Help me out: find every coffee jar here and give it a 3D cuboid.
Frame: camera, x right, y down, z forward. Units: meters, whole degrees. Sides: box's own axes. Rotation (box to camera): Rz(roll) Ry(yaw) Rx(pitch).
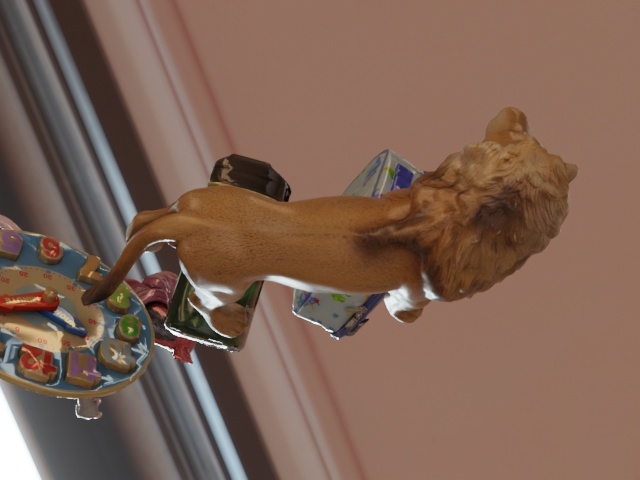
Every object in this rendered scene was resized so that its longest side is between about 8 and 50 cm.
[{"bbox_3d":[-0.087,0.011,1.305,0.079,0.184,0.096,15,173,8],"label":"coffee jar"}]

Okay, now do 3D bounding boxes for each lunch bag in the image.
[{"bbox_3d":[0.054,0.001,1.624,0.176,0.090,0.219,-51,-168,38],"label":"lunch bag"}]

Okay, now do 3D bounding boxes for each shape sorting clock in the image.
[{"bbox_3d":[-0.240,0.058,1.170,0.206,0.206,0.040,-35,162,-55],"label":"shape sorting clock"}]

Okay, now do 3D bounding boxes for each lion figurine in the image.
[{"bbox_3d":[0.000,0.000,1.096,0.392,0.142,0.240,-10,169,-11],"label":"lion figurine"}]

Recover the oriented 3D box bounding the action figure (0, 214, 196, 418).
[{"bbox_3d":[-0.301,0.074,1.821,0.370,0.276,0.248,10,-132,33],"label":"action figure"}]
